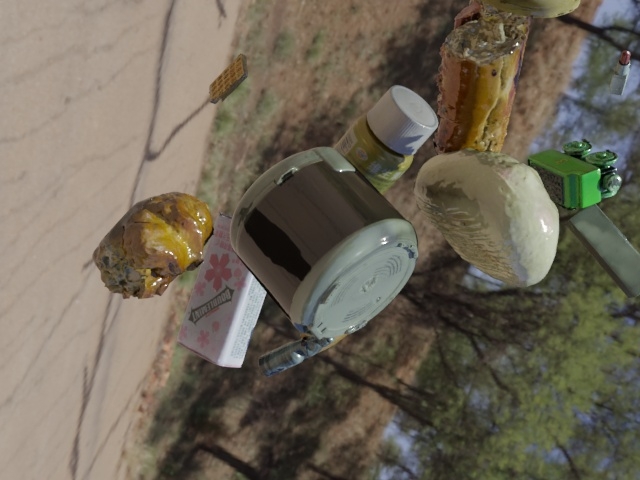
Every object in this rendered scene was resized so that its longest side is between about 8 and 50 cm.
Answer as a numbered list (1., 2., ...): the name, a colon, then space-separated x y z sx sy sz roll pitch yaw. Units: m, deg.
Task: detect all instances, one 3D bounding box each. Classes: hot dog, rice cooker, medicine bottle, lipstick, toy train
1. hot dog: 0.363 -0.353 1.781 0.367 0.196 0.365 -62 157 -46
2. rice cooker: 0.000 0.000 1.578 0.335 0.325 0.335 -31 149 -21
3. medicine bottle: 0.176 -0.284 2.395 0.384 0.224 0.224 -48 -170 34
4. lipstick: 0.625 -0.353 1.587 0.129 0.030 0.030 69 43 -63
5. toy train: 0.698 -0.182 2.110 0.243 0.188 0.132 42 -31 58

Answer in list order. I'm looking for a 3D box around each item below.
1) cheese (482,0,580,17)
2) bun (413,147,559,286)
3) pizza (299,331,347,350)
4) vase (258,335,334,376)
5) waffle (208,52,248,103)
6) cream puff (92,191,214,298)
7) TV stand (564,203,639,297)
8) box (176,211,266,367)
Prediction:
1. cheese: 0.392 -0.592 1.558 0.128 0.316 0.259 96 1 -88
2. bun: 0.371 -0.070 1.637 0.213 0.361 0.361 -46 175 -7
3. pizza: 0.039 0.138 1.978 0.365 0.182 0.074 -63 172 4
4. vase: -0.057 0.280 1.930 0.211 0.060 0.060 -26 -165 19
5. waffle: -0.231 -0.399 1.917 0.135 0.021 0.092 -39 -138 29
6. cream puff: -0.306 0.005 1.402 0.241 0.155 0.269 -43 -165 -3
7. TV stand: 0.793 0.024 2.090 0.088 0.269 0.083 -38 170 2
8. box: -0.230 0.118 1.954 0.112 0.190 0.369 15 93 -53
